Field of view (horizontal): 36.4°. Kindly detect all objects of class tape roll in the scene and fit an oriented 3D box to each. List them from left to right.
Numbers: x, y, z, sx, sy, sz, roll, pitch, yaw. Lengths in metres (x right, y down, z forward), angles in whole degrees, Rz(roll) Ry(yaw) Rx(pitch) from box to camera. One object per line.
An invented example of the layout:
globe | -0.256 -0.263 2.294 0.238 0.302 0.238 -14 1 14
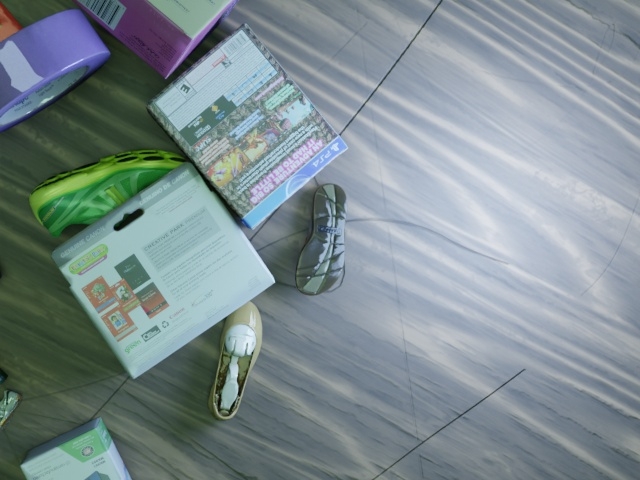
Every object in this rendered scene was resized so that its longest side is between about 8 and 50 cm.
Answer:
tape roll | -0.497 -0.281 1.657 0.274 0.275 0.090 -34 98 -5

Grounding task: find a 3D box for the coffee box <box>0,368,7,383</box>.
coffee box | -0.645 0.201 1.742 0.040 0.113 0.184 -43 99 -5

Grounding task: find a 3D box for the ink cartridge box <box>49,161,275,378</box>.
ink cartridge box | -0.286 0.048 1.776 0.309 0.130 0.272 -34 96 -6

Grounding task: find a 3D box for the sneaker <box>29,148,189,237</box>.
sneaker | -0.376 -0.088 1.783 0.295 0.109 0.124 -17 112 -5

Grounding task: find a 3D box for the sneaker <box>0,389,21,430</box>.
sneaker | -0.588 0.315 1.800 0.037 0.032 0.083 29 83 5

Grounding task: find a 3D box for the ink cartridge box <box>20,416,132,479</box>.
ink cartridge box | -0.432 0.460 1.795 0.154 0.093 0.212 -25 98 -7

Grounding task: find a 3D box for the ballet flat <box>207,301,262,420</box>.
ballet flat | -0.156 0.230 1.832 0.080 0.073 0.232 11 91 -9

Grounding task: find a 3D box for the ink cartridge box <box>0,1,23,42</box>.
ink cartridge box | -0.722 -0.402 1.725 0.261 0.066 0.296 -41 98 -3

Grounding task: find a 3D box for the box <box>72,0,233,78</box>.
box | -0.272 -0.442 1.699 0.213 0.117 0.243 39 47 -8

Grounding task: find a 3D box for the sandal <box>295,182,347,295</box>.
sandal | 0.000 0.000 1.856 0.090 0.060 0.219 10 77 -14

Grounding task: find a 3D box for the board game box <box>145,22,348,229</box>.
board game box | -0.137 -0.203 1.780 0.232 0.141 0.291 -40 97 -4
